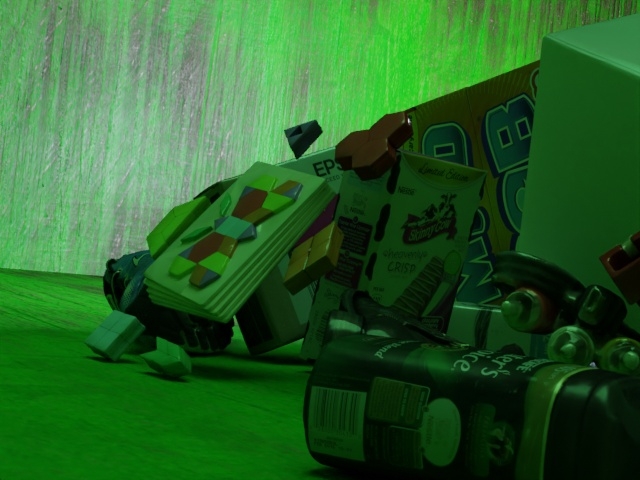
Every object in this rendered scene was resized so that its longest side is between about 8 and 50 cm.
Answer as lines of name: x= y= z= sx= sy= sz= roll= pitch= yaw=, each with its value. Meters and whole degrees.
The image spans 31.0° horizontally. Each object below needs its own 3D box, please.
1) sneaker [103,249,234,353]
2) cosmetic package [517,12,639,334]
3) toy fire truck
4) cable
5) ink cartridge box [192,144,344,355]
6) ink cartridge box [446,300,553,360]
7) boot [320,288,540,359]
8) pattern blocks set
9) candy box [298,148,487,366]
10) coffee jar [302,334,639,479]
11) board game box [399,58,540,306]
sneaker: x=-0.179 y=0.070 z=1.322 sx=0.147 sy=0.130 sz=0.330 roll=-17 pitch=4 yaw=6
cosmetic package: x=0.488 y=-0.073 z=1.320 sx=0.393 sy=0.329 sz=0.327 roll=-16 pitch=34 yaw=-29
toy fire truck: x=0.267 y=0.042 z=0.903 sx=0.047 sy=0.135 sz=0.192 roll=-36 pitch=6 yaw=12
cable: x=0.209 y=0.079 z=0.928 sx=0.139 sy=0.072 sz=0.287 roll=27 pitch=-4 yaw=24
ink cartridge box: x=0.000 y=0.000 z=1.307 sx=0.234 sy=0.193 sz=0.088 roll=-20 pitch=-3 yaw=-30
ink cartridge box: x=0.189 y=0.116 z=1.357 sx=0.190 sy=0.082 sz=0.139 roll=7 pitch=0 yaw=5
boot: x=0.117 y=0.112 z=0.969 sx=0.229 sy=0.091 sz=0.263 roll=11 pitch=4 yaw=5
pattern blocks set: x=-0.077 y=-0.005 z=1.097 sx=0.285 sy=0.325 sz=0.026 roll=-1 pitch=-44 yaw=47
candy box: x=0.078 y=0.023 z=1.195 sx=0.071 sy=0.233 sz=0.159 roll=17 pitch=7 yaw=41
coffee jar: x=0.089 y=0.100 z=0.627 sx=0.184 sy=0.079 sz=0.096 roll=6 pitch=0 yaw=34
board game box: x=0.369 y=-0.062 z=1.764 sx=0.356 sy=0.356 sz=0.356 roll=-6 pitch=-8 yaw=-44
